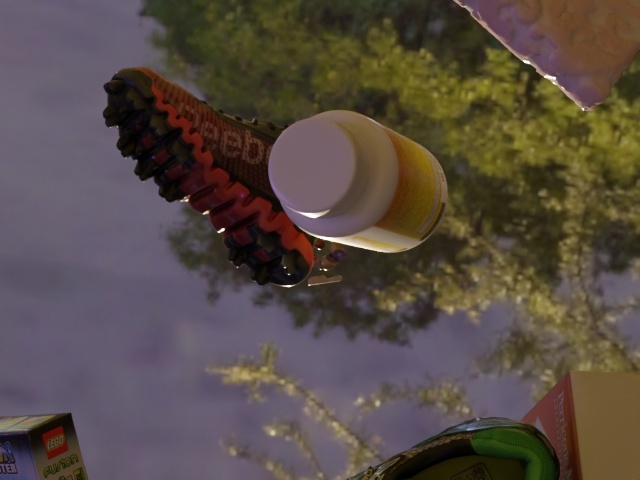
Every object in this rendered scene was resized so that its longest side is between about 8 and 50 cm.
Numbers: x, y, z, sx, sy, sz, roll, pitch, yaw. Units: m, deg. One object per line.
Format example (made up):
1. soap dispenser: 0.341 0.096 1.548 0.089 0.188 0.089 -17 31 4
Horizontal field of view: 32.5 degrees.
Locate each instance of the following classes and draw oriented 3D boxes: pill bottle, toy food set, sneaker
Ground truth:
1. pill bottle: 0.035 -0.054 1.028 0.117 0.117 0.215 17 -178 24
2. toy food set: 0.000 0.000 1.581 0.078 0.122 0.019 -10 165 27
3. sneaker: -0.093 -0.083 1.099 0.097 0.276 0.135 -20 -148 52
4. sneaker: 0.026 0.231 0.828 0.134 0.343 0.146 55 176 17

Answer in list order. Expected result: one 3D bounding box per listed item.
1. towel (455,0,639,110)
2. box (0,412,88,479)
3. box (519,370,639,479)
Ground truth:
1. towel: 0.211 -0.330 1.023 0.332 0.317 0.053 41 159 2
2. box: -0.228 0.175 0.720 0.207 0.114 0.036 -10 -174 38
3. box: 0.257 0.282 1.009 0.168 0.345 0.215 4 -119 -8
